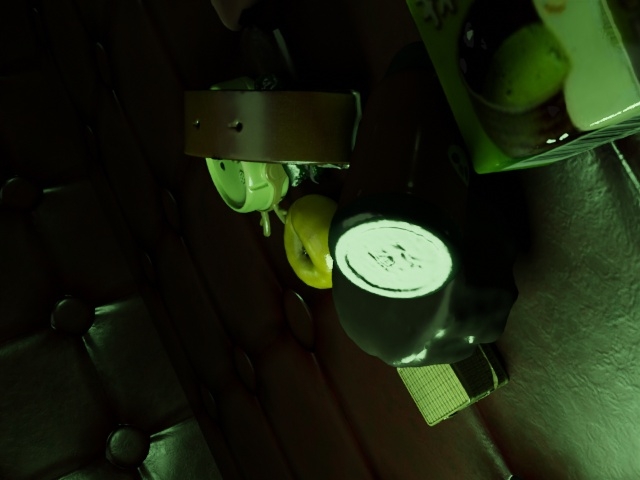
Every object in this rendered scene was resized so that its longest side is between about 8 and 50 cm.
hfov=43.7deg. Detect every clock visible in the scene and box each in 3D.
[{"bbox_3d":[-0.149,-0.156,1.593,0.235,0.096,0.308,-21,91,63],"label":"clock"}]

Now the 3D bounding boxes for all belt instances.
[{"bbox_3d":[-0.081,-0.182,1.281,0.338,0.217,0.122,10,102,42],"label":"belt"}]

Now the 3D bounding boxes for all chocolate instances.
[{"bbox_3d":[0.225,-0.227,0.780,0.301,0.137,0.289,-23,88,65],"label":"chocolate"}]

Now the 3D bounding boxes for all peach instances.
[{"bbox_3d":[0.000,0.000,1.415,0.179,0.103,0.179,42,141,47],"label":"peach"}]

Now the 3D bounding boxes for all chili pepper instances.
[{"bbox_3d":[-0.058,-0.195,1.429,0.098,0.061,0.224,-29,79,49],"label":"chili pepper"}]

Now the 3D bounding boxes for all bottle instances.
[{"bbox_3d":[0.110,-0.101,0.927,0.143,0.336,0.144,9,139,8],"label":"bottle"}]

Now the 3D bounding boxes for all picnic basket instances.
[{"bbox_3d":[0.197,0.201,1.212,0.115,0.079,0.164,61,153,16],"label":"picnic basket"}]

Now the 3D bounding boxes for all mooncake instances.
[{"bbox_3d":[0.139,0.030,1.086,0.283,0.141,0.283,-3,87,51],"label":"mooncake"}]

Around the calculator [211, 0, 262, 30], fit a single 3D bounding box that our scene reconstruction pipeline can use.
[{"bbox_3d":[-0.154,-0.511,1.396,0.220,0.048,0.330,62,153,11],"label":"calculator"}]
